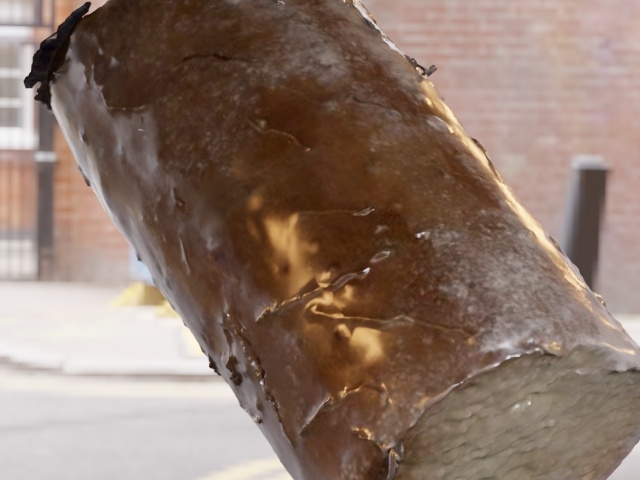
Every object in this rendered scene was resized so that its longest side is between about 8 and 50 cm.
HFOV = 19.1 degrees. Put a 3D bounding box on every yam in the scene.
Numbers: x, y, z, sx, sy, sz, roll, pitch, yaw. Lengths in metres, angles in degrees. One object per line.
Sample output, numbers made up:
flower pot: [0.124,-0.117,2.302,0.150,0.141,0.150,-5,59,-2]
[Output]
yam: [0.001,-0.001,0.406,0.079,0.079,0.141,-1,45,-42]
